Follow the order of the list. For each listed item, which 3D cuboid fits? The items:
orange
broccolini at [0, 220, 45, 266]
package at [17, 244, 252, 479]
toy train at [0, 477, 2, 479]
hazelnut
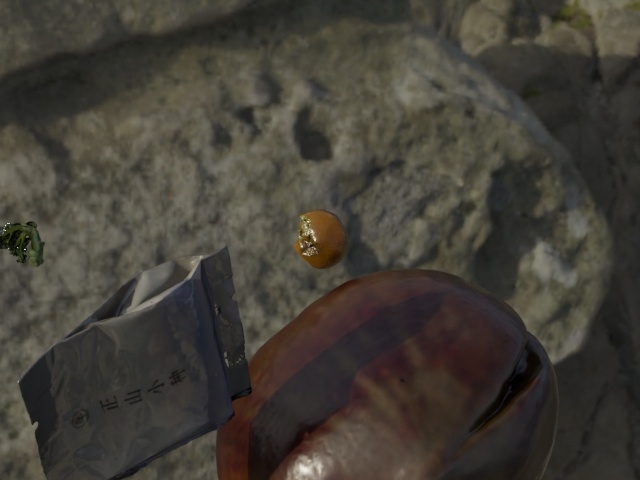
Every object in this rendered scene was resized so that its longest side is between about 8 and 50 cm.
[{"bbox_3d":[0.000,0.000,1.525,0.086,0.086,0.062,21,20,11],"label":"orange"},{"bbox_3d":[-0.347,-0.001,1.265,0.054,0.194,0.052,31,80,-23],"label":"broccolini"},{"bbox_3d":[-0.180,0.138,1.078,0.251,0.204,0.062,-31,42,-32],"label":"package"},{"bbox_3d":[-0.454,0.256,1.341,0.042,0.044,0.209,-38,83,-14],"label":"toy train"},{"bbox_3d":[0.087,0.251,1.348,0.429,0.402,0.402,-28,53,-12],"label":"hazelnut"}]
